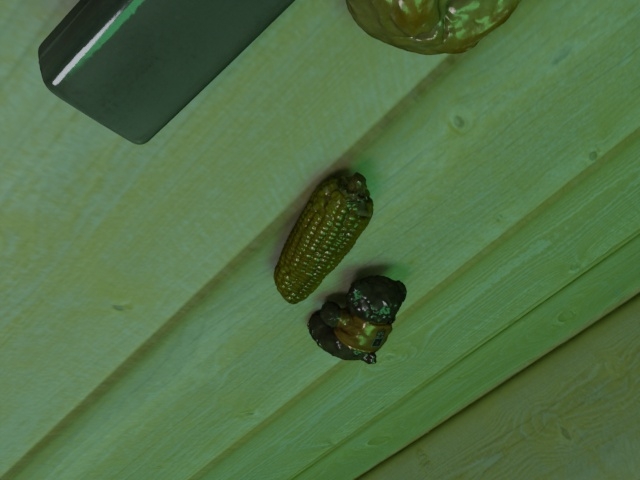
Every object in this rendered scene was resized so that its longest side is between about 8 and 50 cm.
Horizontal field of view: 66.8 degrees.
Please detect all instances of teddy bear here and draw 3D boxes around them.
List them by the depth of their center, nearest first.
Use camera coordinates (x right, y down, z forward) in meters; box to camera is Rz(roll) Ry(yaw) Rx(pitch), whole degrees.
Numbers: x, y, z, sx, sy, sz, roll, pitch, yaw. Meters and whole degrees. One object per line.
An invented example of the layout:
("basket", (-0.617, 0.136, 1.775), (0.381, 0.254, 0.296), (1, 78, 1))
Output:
("teddy bear", (0.086, 0.147, 0.946), (0.177, 0.140, 0.190), (1, 126, -29))

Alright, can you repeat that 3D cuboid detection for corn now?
("corn", (0.000, 0.000, 0.745), (0.097, 0.097, 0.262), (2, 136, -34))

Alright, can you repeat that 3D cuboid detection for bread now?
("bread", (0.118, -0.288, 0.450), (0.244, 0.134, 0.244), (-20, 143, -16))

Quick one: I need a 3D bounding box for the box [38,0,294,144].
("box", (-0.098, -0.186, 0.375), (0.243, 0.055, 0.103), (-39, 145, 12))
